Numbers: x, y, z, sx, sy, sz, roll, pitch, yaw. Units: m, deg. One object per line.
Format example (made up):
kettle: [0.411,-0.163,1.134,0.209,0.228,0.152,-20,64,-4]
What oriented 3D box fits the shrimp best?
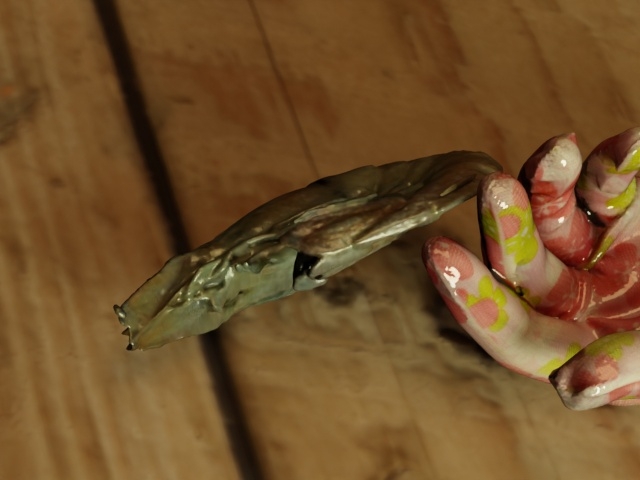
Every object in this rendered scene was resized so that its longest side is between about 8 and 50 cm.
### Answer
shrimp: [0.000,0.000,0.851,0.223,0.126,0.047,-27,100,-33]

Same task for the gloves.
gloves: [0.152,0.023,0.874,0.241,0.126,0.145,4,75,-20]
